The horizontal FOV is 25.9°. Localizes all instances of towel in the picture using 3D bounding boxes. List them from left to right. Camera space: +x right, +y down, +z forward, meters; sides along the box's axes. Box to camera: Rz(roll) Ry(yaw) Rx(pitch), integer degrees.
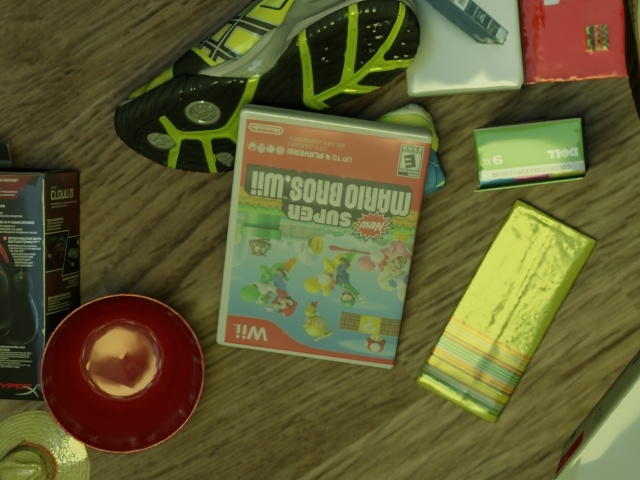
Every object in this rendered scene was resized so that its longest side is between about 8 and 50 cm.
[{"bbox_3d":[0.205,0.080,1.546,0.102,0.021,0.237,29,99,4],"label":"towel"}]

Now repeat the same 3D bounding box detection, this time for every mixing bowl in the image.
[{"bbox_3d":[-0.226,0.145,1.593,0.182,0.098,0.181,-1,95,-9],"label":"mixing bowl"}]

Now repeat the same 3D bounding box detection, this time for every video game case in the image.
[{"bbox_3d":[0.000,0.000,1.516,0.204,0.025,0.285,8,116,1],"label":"video game case"}]

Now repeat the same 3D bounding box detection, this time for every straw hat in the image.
[{"bbox_3d":[-0.353,0.276,1.663,0.145,0.061,0.144,1,94,13],"label":"straw hat"}]

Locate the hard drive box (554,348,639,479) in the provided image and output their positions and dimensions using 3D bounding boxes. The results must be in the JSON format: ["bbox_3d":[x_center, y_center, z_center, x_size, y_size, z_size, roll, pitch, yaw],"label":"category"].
[{"bbox_3d":[0.350,0.169,1.435,0.089,0.181,0.232,37,100,8],"label":"hard drive box"}]

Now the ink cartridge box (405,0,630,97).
[{"bbox_3d":[0.205,-0.298,1.498,0.239,0.060,0.275,-3,93,14],"label":"ink cartridge box"}]

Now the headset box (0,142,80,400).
[{"bbox_3d":[-0.399,0.032,1.630,0.218,0.110,0.293,1,94,12],"label":"headset box"}]

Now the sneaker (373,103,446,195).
[{"bbox_3d":[0.030,-0.050,1.538,0.240,0.091,0.126,-26,89,12],"label":"sneaker"}]

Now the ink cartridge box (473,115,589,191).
[{"bbox_3d":[0.217,-0.092,1.431,0.109,0.209,0.062,-5,95,13],"label":"ink cartridge box"}]

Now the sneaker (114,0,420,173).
[{"bbox_3d":[-0.060,-0.197,1.542,0.385,0.145,0.147,-22,47,24],"label":"sneaker"}]

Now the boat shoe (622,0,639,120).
[{"bbox_3d":[0.366,-0.230,1.443,0.098,0.109,0.302,-7,88,6],"label":"boat shoe"}]
